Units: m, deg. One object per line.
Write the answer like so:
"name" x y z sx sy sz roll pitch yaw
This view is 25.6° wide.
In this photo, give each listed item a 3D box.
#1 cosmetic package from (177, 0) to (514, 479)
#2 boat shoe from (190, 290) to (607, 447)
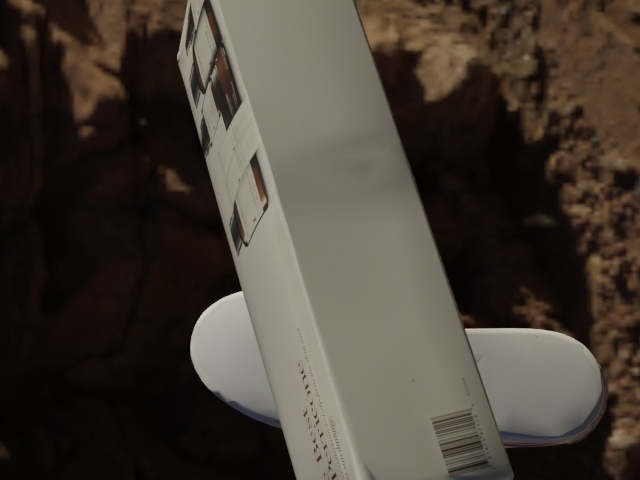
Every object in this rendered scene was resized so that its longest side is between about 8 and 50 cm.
"cosmetic package" 0.000 0.000 0.565 0.099 0.060 0.239 111 144 -66
"boat shoe" 0.051 0.089 0.923 0.088 0.267 0.096 64 -151 -70
